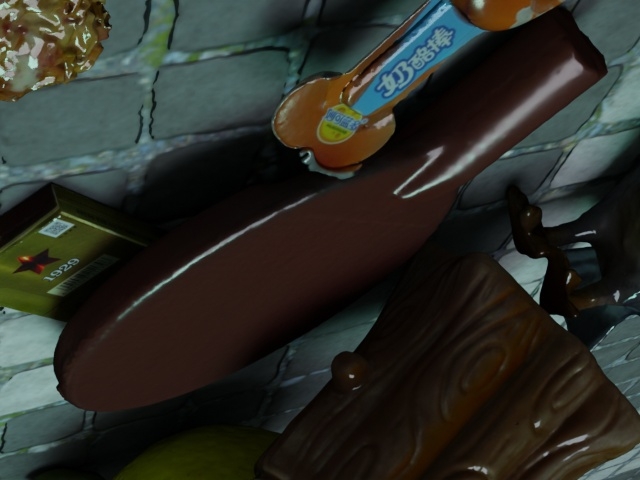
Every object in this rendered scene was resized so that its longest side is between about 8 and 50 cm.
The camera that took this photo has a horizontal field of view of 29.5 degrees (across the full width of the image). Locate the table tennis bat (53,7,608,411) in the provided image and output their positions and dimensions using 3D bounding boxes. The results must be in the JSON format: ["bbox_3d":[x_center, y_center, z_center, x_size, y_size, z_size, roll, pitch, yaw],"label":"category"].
[{"bbox_3d":[0.000,0.000,0.774,0.414,0.051,0.268,-38,161,25],"label":"table tennis bat"}]

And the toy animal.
[{"bbox_3d":[0.243,-0.001,0.916,0.185,0.122,0.298,-21,157,-5],"label":"toy animal"}]

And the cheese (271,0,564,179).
[{"bbox_3d":[0.079,-0.121,0.597,0.256,0.037,0.106,-42,144,17],"label":"cheese"}]

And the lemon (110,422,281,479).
[{"bbox_3d":[-0.082,0.294,1.039,0.293,0.293,0.293,-19,155,-9],"label":"lemon"}]

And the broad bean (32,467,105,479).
[{"bbox_3d":[-0.222,0.224,1.070,0.063,0.045,0.083,-28,163,13],"label":"broad bean"}]

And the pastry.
[{"bbox_3d":[-0.158,-0.102,0.445,0.087,0.063,0.169,-45,144,22],"label":"pastry"}]

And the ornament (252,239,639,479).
[{"bbox_3d":[0.087,0.157,0.900,0.217,0.221,0.235,-45,154,-18],"label":"ornament"}]

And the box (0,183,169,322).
[{"bbox_3d":[-0.148,0.014,0.727,0.090,0.023,0.133,-33,154,18],"label":"box"}]
